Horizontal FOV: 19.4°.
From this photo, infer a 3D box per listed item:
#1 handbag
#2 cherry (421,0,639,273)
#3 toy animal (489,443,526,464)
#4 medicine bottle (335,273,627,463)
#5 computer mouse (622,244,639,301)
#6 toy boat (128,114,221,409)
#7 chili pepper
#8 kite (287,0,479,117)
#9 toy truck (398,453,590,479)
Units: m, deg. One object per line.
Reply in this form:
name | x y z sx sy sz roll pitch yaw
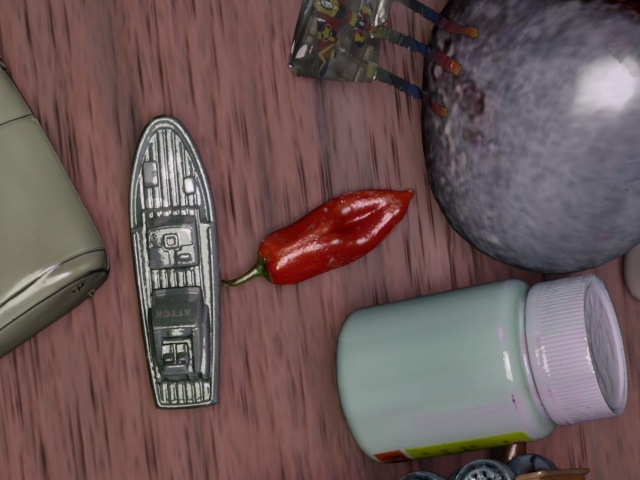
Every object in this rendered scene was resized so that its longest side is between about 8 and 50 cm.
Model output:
handbag | -0.344 -0.042 1.665 0.241 0.109 0.315 -35 79 1
cherry | 0.205 -0.112 1.566 0.255 0.218 0.296 19 109 20
toy animal | 0.165 0.244 1.665 0.224 0.066 0.230 -35 84 3
medicine bottle | 0.135 0.107 1.591 0.225 0.139 0.139 -12 93 22
computer mouse | 0.304 0.011 1.663 0.066 0.039 0.096 11 92 0
toy boat | -0.128 0.019 1.647 0.078 0.085 0.261 -4 93 2
chili pepper | 0.000 0.001 1.661 0.191 0.050 0.059 -27 76 -5
kite | 0.048 -0.178 1.580 0.015 0.245 0.141 6 108 -37
toy truck | 0.067 0.296 1.585 0.338 0.133 0.184 -17 77 24
